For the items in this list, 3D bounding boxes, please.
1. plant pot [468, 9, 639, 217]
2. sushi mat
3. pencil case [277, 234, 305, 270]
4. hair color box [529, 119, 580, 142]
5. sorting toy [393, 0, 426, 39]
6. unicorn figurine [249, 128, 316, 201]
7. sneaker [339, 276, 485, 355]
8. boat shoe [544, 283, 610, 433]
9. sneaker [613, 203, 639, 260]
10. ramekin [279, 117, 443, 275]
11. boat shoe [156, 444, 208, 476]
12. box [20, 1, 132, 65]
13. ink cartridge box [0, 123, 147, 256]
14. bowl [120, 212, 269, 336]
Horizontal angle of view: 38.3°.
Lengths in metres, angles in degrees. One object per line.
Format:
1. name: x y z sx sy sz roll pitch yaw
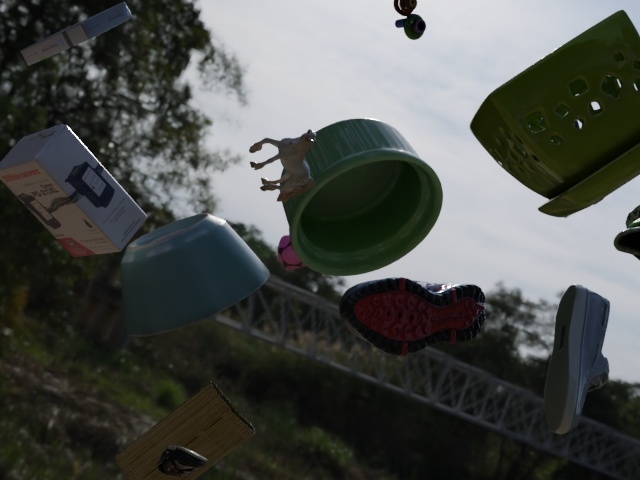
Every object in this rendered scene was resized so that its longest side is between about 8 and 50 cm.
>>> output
1. plant pot: 0.373 -0.162 1.335 0.207 0.227 0.228 57 -1 4
2. sushi mat: -0.306 0.457 2.051 0.151 0.316 0.019 50 17 -1
3. pencil case: 0.000 0.000 2.180 0.209 0.098 0.095 -18 -32 21
4. hair color box: 0.445 -0.205 1.837 0.141 0.072 0.043 -4 -39 0
5. sorting toy: 0.176 -0.430 1.766 0.042 0.061 0.102 12 -38 55
6. unicorn figurine: -0.049 -0.122 1.398 0.111 0.060 0.162 -13 -26 9
7. sneaker: 0.110 0.103 1.284 0.262 0.104 0.125 7 -3 -43
8. boat shoe: 0.382 0.174 1.334 0.081 0.227 0.079 17 -24 -5
9. sneaker: 0.638 -0.011 1.741 0.182 0.158 0.410 12 13 -5
10. ramekin: 0.067 -0.088 1.766 0.303 0.303 0.148 28 27 -42
11. boat shoe: -0.192 0.309 1.275 0.049 0.042 0.133 33 -23 -16
12. box: -0.491 -0.416 1.854 0.186 0.145 0.038 -11 -67 33
13. ink cartridge box: -0.469 -0.088 1.727 0.172 0.100 0.237 -7 -49 44
14. bowl: -0.275 0.052 1.855 0.311 0.312 0.163 4 -63 65
